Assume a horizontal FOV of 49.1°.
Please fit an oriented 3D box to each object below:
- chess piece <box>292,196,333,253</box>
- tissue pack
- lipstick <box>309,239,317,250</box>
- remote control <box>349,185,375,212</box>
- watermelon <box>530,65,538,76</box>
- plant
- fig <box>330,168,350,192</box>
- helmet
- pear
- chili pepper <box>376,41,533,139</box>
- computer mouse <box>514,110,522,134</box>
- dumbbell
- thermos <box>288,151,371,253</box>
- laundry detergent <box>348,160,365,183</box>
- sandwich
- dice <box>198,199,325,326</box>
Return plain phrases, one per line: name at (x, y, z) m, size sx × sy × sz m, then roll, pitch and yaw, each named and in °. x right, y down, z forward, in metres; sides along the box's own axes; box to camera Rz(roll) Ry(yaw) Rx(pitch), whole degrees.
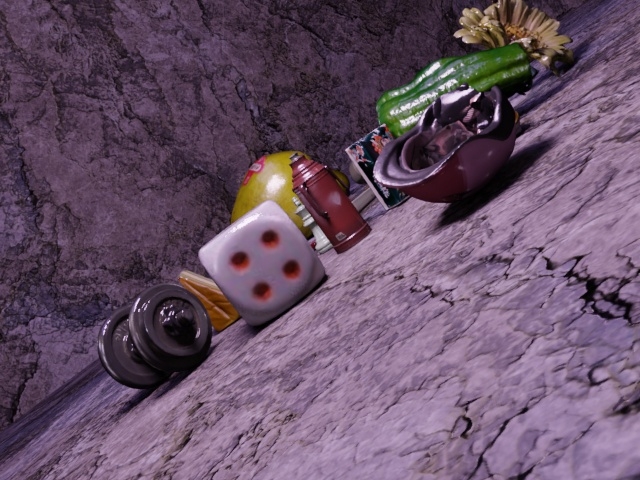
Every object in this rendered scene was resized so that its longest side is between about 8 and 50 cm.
chess piece at (-0.021, -0.042, 1.670) m, size 0.059 × 0.149 × 0.059 m, roll -36°, pitch 9°, yaw 7°
tissue pack at (0.148, -0.168, 1.600) m, size 0.103 × 0.170 × 0.090 m, roll -38°, pitch 7°, yaw -32°
lipstick at (0.000, 0.000, 1.810) m, size 0.176 × 0.027 × 0.027 m, roll -37°, pitch 7°, yaw -20°
remote control at (0.130, -0.134, 2.013) m, size 0.123 × 0.038 × 0.285 m, roll -30°, pitch 9°, yaw 46°
watermelon at (0.591, -0.485, 2.092) m, size 0.094 × 0.081 × 0.180 m, roll -61°, pitch -8°, yaw 20°
plant at (0.506, -0.508, 1.836) m, size 0.297 × 0.305 × 0.261 m, roll 83°, pitch -153°, yaw -68°
fig at (0.032, -0.146, 2.419) m, size 0.124 × 0.124 × 0.236 m, roll -31°, pitch 32°, yaw 37°
helmet at (0.226, -0.144, 1.172) m, size 0.198 × 0.154 × 0.253 m, roll 8°, pitch 59°, yaw 52°
pear at (-0.134, -0.090, 2.117) m, size 0.375 × 0.287 × 0.287 m, roll -58°, pitch 13°, yaw -14°
chili pepper at (0.300, -0.339, 1.635) m, size 0.385 × 0.167 × 0.213 m, roll -21°, pitch 4°, yaw 22°
computer mouse at (0.322, -0.217, 1.514) m, size 0.158 × 0.072 × 0.310 m, roll -35°, pitch 6°, yaw -4°
dumbbell at (-0.346, 0.201, 1.467) m, size 0.290 × 0.192 × 0.192 m, roll -32°, pitch 8°, yaw 42°
thermos at (0.006, -0.089, 1.510) m, size 0.099 × 0.232 × 0.124 m, roll -32°, pitch 9°, yaw 27°
laundry detergent at (0.174, -0.245, 2.133) m, size 0.181 × 0.091 × 0.253 m, roll -24°, pitch -5°, yaw 1°
sandwich at (-0.235, 0.112, 1.625) m, size 0.113 × 0.163 × 0.079 m, roll -34°, pitch 7°, yaw 6°
dice at (-0.116, 0.044, 1.389) m, size 0.192 × 0.193 × 0.194 m, roll -38°, pitch 6°, yaw -4°
